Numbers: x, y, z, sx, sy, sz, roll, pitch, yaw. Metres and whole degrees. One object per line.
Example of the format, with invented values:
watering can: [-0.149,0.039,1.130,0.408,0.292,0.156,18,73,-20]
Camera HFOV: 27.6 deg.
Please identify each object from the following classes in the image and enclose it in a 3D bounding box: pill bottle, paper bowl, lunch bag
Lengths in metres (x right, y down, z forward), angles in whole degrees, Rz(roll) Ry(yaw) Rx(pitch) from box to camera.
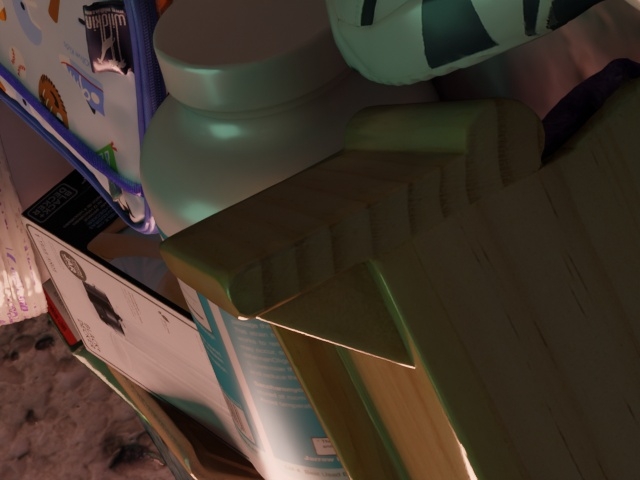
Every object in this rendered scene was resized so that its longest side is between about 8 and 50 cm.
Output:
pill bottle: [0.000,0.000,0.645,0.146,0.146,0.264,44,157,48]
paper bowl: [-0.277,-0.071,1.068,0.284,0.148,0.284,164,90,-75]
lunch bag: [-0.148,-0.149,0.820,0.303,0.115,0.243,43,145,34]

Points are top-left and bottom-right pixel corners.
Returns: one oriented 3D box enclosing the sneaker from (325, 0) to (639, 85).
sneaker: [0.049,-0.133,0.360,0.153,0.094,0.235,66,164,-12]

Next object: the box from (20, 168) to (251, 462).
box: [-0.071,0.066,0.940,0.290,0.087,0.169,28,150,35]

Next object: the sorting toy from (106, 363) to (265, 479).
sorting toy: [-0.033,0.186,1.039,0.229,0.041,0.307,21,-173,-30]

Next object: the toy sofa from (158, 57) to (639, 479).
toy sofa: [0.099,0.118,0.503,0.362,0.177,0.150,64,169,-10]

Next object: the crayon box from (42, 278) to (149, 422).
crayon box: [-0.205,0.053,1.332,0.363,0.106,0.313,48,174,41]
